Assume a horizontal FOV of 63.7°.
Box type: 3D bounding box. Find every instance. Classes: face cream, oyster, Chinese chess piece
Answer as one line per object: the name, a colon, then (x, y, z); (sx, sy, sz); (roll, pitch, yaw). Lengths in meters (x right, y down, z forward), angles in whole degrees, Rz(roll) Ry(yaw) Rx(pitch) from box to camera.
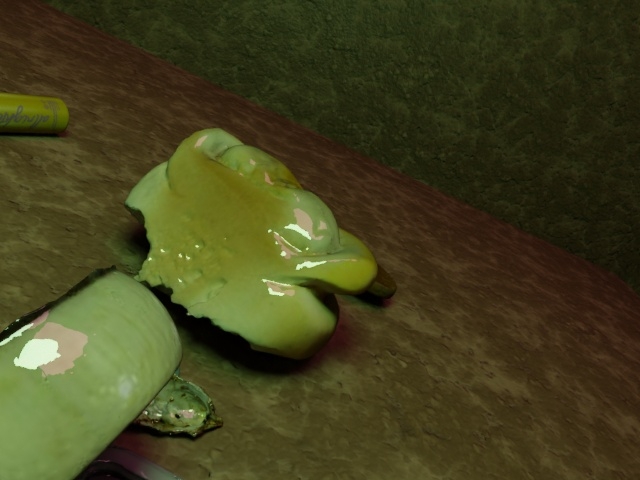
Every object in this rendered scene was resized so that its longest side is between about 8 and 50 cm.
face cream: (-0.633, -0.250, 0.999); (0.078, 0.078, 0.273); (36, 24, 19)
oyster: (-0.180, 0.200, 0.610); (0.132, 0.029, 0.086); (46, 49, -8)
Chinese chess piece: (-0.234, 0.131, 0.412); (0.104, 0.257, 0.257); (54, 22, -7)

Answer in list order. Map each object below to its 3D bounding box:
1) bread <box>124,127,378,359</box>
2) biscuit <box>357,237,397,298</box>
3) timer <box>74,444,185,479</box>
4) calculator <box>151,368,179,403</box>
bread: (-0.123, -0.006, 0.838); (0.424, 0.245, 0.328); (44, 28, 25)
biscuit: (-0.001, 0.001, 1.193); (0.432, 0.064, 0.283); (42, 18, 28)
timer: (-0.178, 0.273, 0.412); (0.190, 0.069, 0.208); (29, 24, 2)
calculator: (-0.232, 0.151, 0.671); (0.095, 0.021, 0.153); (14, 26, -29)
